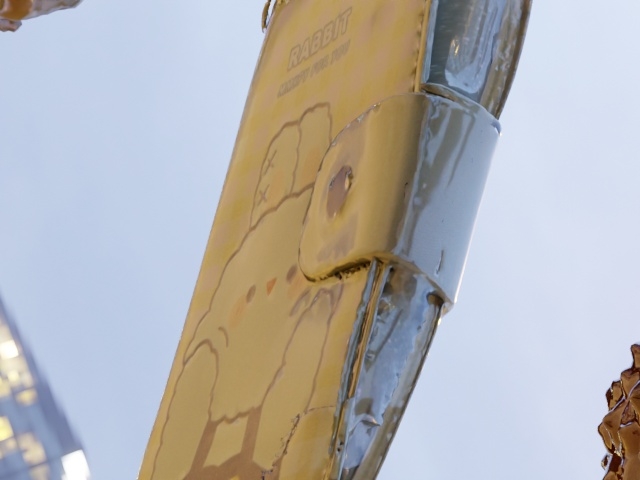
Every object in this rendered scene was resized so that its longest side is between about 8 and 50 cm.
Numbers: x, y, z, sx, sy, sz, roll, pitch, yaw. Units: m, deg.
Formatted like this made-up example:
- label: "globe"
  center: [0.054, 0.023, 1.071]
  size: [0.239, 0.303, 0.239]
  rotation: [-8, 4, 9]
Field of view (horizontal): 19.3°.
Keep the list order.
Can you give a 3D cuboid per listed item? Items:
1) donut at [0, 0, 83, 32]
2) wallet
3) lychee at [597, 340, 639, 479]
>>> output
- label: "donut"
  center: [-0.126, -0.203, 0.465]
  size: [0.330, 0.330, 0.160]
  rotation: [64, 17, 20]
- label: "wallet"
  center: [0.000, 0.000, 0.873]
  size: [0.223, 0.077, 0.310]
  rotation: [-23, -133, 57]
- label: "lychee"
  center: [0.188, 0.090, 0.617]
  size: [0.188, 0.188, 0.188]
  rotation: [52, -28, 43]
